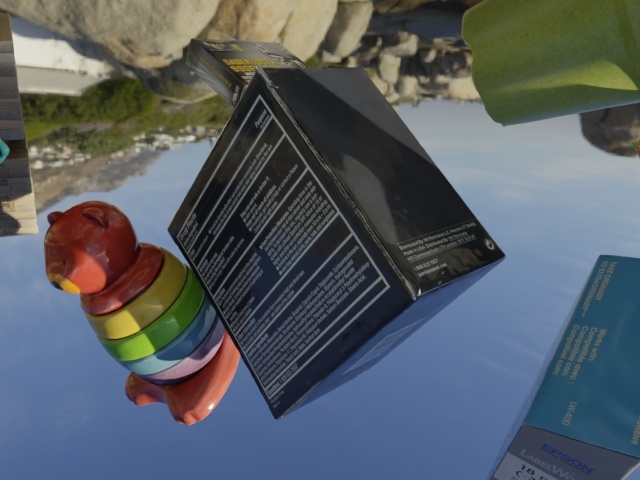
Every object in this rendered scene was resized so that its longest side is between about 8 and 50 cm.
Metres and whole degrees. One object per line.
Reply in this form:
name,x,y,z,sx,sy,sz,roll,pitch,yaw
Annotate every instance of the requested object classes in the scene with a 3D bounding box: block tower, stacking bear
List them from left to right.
block tower,-0.483,-0.158,0.940,0.091,0.335,0.097,-6,-136,-23
stacking bear,-0.238,0.075,0.819,0.175,0.289,0.164,5,-133,41

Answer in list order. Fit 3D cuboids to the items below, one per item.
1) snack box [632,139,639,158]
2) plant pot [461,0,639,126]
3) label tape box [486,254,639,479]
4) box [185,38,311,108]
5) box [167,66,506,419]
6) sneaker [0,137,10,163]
snack box,0.501,-0.118,0.830,0.141,0.100,0.037,-31,166,39
plant pot,0.346,-0.279,0.879,0.254,0.276,0.276,-16,-179,31
label tape box,0.290,0.145,0.670,0.106,0.333,0.240,26,-125,20
box,-0.118,-0.327,1.251,0.231,0.056,0.183,-13,-131,-44
box,0.000,0.000,0.762,0.183,0.296,0.294,-17,-113,-44
sneaker,-0.380,-0.136,0.658,0.076,0.065,0.166,19,155,18
